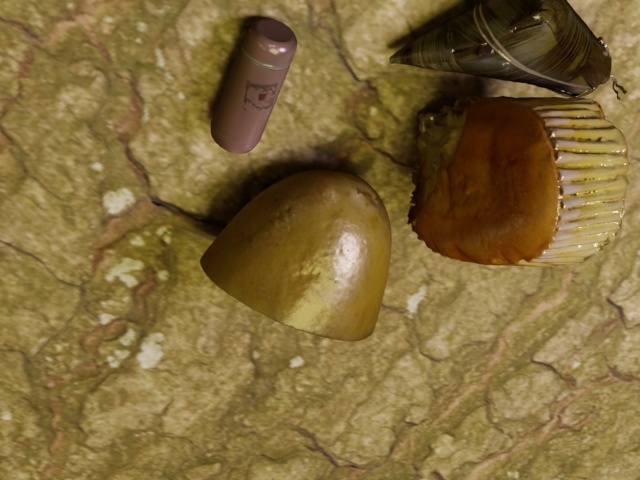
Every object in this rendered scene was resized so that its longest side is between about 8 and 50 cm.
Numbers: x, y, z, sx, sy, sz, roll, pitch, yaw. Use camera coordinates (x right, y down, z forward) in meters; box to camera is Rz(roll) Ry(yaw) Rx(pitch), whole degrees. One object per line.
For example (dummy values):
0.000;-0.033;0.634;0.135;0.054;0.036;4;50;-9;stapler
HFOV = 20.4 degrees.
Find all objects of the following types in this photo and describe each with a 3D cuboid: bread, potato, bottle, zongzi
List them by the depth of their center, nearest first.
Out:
-0.066;-0.151;1.746;0.053;0.053;0.140;2;133;-25;bottle
0.192;-0.060;1.813;0.133;0.250;0.179;-7;97;-34;bread
0.191;-0.180;1.816;0.184;0.084;0.187;-23;147;24;zongzi
0.000;0.000;1.869;0.203;0.178;0.158;27;107;-13;potato
